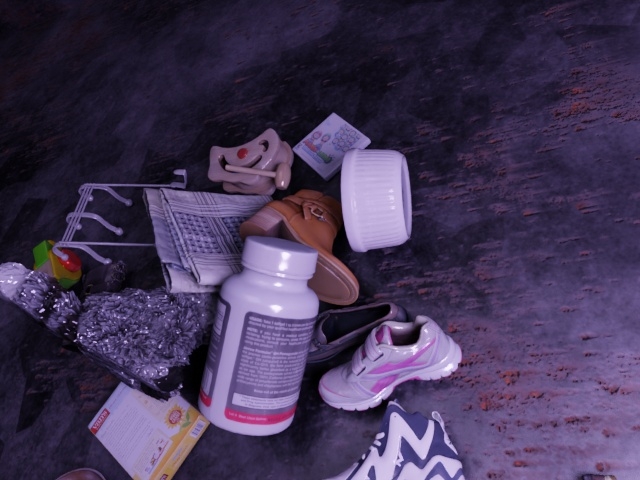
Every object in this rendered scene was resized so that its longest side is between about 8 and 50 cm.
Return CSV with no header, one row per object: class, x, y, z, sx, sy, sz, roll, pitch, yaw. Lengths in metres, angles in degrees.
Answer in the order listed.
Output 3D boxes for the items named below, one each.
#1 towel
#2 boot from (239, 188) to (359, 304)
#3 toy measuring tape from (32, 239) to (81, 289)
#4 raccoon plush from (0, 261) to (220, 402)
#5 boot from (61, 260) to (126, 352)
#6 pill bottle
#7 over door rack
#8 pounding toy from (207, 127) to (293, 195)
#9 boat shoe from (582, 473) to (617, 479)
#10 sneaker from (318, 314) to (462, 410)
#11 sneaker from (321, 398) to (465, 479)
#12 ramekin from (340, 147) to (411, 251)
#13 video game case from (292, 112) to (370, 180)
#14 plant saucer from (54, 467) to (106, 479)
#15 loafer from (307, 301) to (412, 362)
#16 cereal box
towel,-0.192,-0.012,1.121,0.312,0.324,0.056,60,137,40
boot,0.000,0.000,1.106,0.283,0.109,0.220,28,37,21
toy measuring tape,-0.679,0.121,1.404,0.121,0.121,0.330,-37,54,3
raccoon plush,-0.342,0.099,1.042,0.216,0.446,0.299,-9,43,48
boot,-0.522,0.152,1.308,0.263,0.091,0.229,-9,57,26
pill bottle,-0.101,0.159,0.942,0.176,0.176,0.318,18,99,36
over door rack,-0.520,-0.057,1.429,0.324,0.108,0.239,-6,50,9
pounding toy,-0.173,-0.207,1.302,0.270,0.155,0.154,9,73,32
boat shoe,0.368,0.388,0.704,0.049,0.056,0.152,-4,49,32
sneaker,0.104,0.197,0.910,0.252,0.111,0.103,-26,24,7
sneaker,0.101,0.337,0.854,0.235,0.094,0.153,-20,48,20
ramekin,0.116,-0.081,1.046,0.109,0.207,0.207,-3,59,16
video game case,0.024,-0.232,1.306,0.143,0.019,0.157,-42,50,-2
plant saucer,-0.501,0.593,1.003,0.311,0.050,0.310,-25,37,20
loafer,0.033,0.161,1.005,0.268,0.084,0.096,-17,54,18
cereal box,-0.358,0.378,1.101,0.240,0.047,0.173,24,72,38
